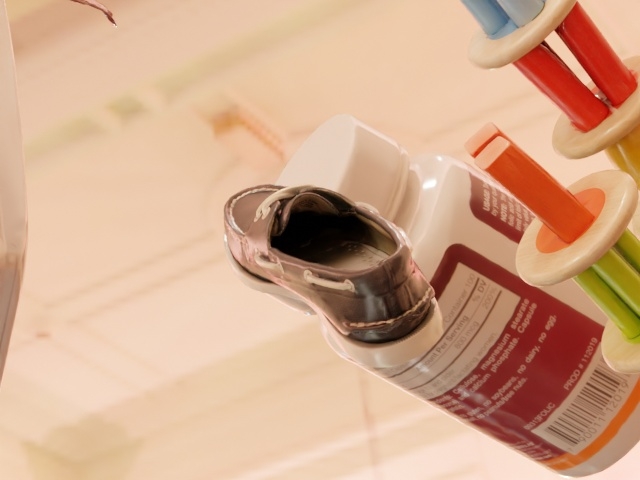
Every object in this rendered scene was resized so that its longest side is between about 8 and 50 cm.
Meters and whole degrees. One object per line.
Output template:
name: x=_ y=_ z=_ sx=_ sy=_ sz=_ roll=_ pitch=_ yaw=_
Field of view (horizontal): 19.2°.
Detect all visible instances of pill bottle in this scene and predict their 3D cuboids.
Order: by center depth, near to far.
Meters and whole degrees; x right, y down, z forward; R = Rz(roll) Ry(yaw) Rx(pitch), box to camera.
pill bottle: x=0.138 y=0.053 z=1.840 sx=0.392 sy=0.224 sz=0.224 roll=30 pitch=-44 yaw=-18

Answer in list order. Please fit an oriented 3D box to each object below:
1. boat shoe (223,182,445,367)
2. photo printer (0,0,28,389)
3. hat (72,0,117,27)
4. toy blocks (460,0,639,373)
boat shoe: x=0.000 y=0.000 z=1.544 sx=0.114 sy=0.302 sz=0.091 roll=-32 pitch=-58 yaw=-20
photo printer: x=-0.231 y=0.032 z=1.008 sx=0.107 sy=0.256 sz=0.307 roll=3 pitch=-47 yaw=-18
hat: x=-0.224 y=-0.105 z=0.724 sx=0.208 sy=0.183 sz=0.173 roll=-46 pitch=-13 yaw=-14
toy blocks: x=0.085 y=-0.041 z=0.682 sx=0.148 sy=0.123 sz=0.054 roll=44 pitch=-49 yaw=-19
